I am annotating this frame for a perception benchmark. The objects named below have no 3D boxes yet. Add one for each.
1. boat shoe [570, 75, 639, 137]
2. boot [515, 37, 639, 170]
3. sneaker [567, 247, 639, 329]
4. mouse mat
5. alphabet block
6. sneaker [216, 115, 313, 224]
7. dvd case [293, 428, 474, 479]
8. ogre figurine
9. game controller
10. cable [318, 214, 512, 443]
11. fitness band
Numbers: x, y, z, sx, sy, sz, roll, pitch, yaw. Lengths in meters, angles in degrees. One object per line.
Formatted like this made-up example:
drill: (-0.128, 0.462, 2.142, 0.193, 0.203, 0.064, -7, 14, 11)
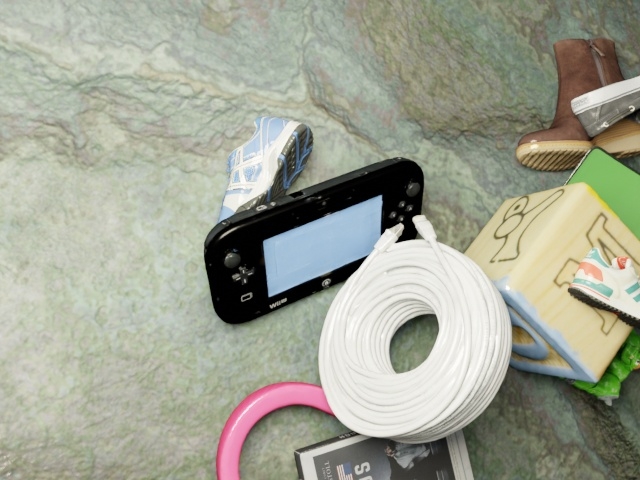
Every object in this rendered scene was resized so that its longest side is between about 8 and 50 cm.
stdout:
boat shoe: (0.487, -0.209, 1.012, 0.229, 0.080, 0.076, -19, 88, -23)
boot: (0.403, -0.225, 1.078, 0.249, 0.090, 0.206, -7, 75, -19)
sneaker: (0.395, 0.063, 0.845, 0.161, 0.057, 0.075, 24, 83, -13)
mouse mat: (0.454, -0.048, 1.057, 0.190, 0.007, 0.152, 26, 108, -22)
alphabet block: (0.325, 0.060, 0.952, 0.193, 0.192, 0.197, 45, 74, -12)
sneaker: (-0.091, -0.071, 0.888, 0.081, 0.080, 0.211, 28, 84, 25)
dvd case: (0.095, 0.331, 0.877, 0.239, 0.030, 0.179, -11, 86, -23)
ogre figurine: (0.435, 0.165, 1.033, 0.118, 0.097, 0.197, 44, 39, 1)
game controller: (0.000, 0.000, 0.874, 0.319, 0.067, 0.166, -22, 127, -21)
cable: (0.112, 0.126, 0.844, 0.257, 0.257, 0.089, -46, 133, 10)
fitness band: (0.000, 0.310, 0.884, 0.291, 0.054, 0.208, 28, 76, -16)
